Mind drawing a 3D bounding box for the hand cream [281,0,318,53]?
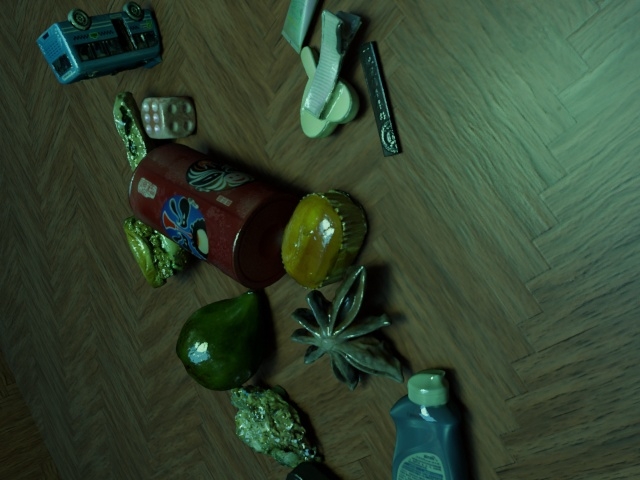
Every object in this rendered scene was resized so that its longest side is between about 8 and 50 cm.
[{"bbox_3d":[-0.027,-0.424,0.937,0.076,0.047,0.174,58,138,33],"label":"hand cream"}]

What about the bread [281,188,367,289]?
[{"bbox_3d":[0.000,0.000,1.005,0.132,0.114,0.190,39,120,29],"label":"bread"}]

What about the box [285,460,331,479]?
[{"bbox_3d":[-0.016,0.676,1.237,0.211,0.058,0.349,32,128,23],"label":"box"}]

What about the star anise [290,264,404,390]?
[{"bbox_3d":[0.049,0.175,1.003,0.199,0.110,0.257,-18,111,27],"label":"star anise"}]

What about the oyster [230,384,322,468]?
[{"bbox_3d":[-0.113,0.430,1.249,0.198,0.092,0.259,-30,87,41],"label":"oyster"}]

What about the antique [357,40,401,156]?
[{"bbox_3d":[0.100,-0.237,0.903,0.031,0.015,0.191,-10,97,42],"label":"antique"}]

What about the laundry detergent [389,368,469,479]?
[{"bbox_3d":[0.195,0.362,0.964,0.144,0.094,0.289,8,105,46],"label":"laundry detergent"}]

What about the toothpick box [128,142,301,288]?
[{"bbox_3d":[-0.214,-0.059,1.106,0.334,0.204,0.204,26,119,34],"label":"toothpick box"}]

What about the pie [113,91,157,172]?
[{"bbox_3d":[-0.428,-0.243,1.278,0.052,0.185,0.218,-17,106,1],"label":"pie"}]

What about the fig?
[{"bbox_3d":[-0.203,0.208,1.198,0.195,0.195,0.244,41,103,24],"label":"fig"}]

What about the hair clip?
[{"bbox_3d":[0.007,-0.284,0.930,0.159,0.071,0.218,43,131,36],"label":"hair clip"}]

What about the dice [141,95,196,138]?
[{"bbox_3d":[-0.347,-0.281,1.225,0.094,0.091,0.093,9,110,38],"label":"dice"}]

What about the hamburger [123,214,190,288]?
[{"bbox_3d":[-0.403,0.012,1.329,0.189,0.122,0.215,63,164,-4],"label":"hamburger"}]

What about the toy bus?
[{"bbox_3d":[-0.478,-0.436,1.193,0.114,0.246,0.134,-9,108,42],"label":"toy bus"}]
